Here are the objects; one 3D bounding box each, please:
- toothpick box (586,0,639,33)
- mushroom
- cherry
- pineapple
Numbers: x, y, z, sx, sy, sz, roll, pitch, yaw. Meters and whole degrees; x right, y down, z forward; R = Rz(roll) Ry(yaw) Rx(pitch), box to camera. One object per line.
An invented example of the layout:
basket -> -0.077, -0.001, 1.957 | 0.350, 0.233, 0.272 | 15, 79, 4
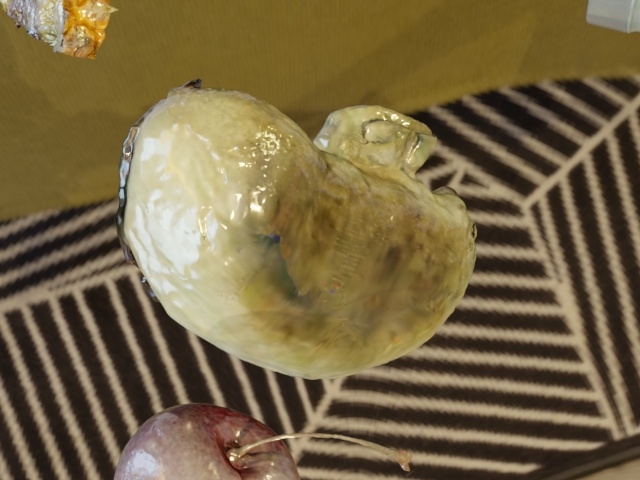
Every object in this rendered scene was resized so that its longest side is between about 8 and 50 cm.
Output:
toothpick box -> 0.299, -0.206, 1.182 | 0.153, 0.101, 0.101 | 14, 80, 12
mushroom -> 0.000, 0.001, 1.184 | 0.247, 0.344, 0.130 | -47, 45, 9
cherry -> -0.056, 0.187, 1.026 | 0.188, 0.115, 0.148 | 18, 88, -30
pineapple -> -0.287, -0.293, 1.627 | 0.079, 0.233, 0.135 | 1, 111, -35
